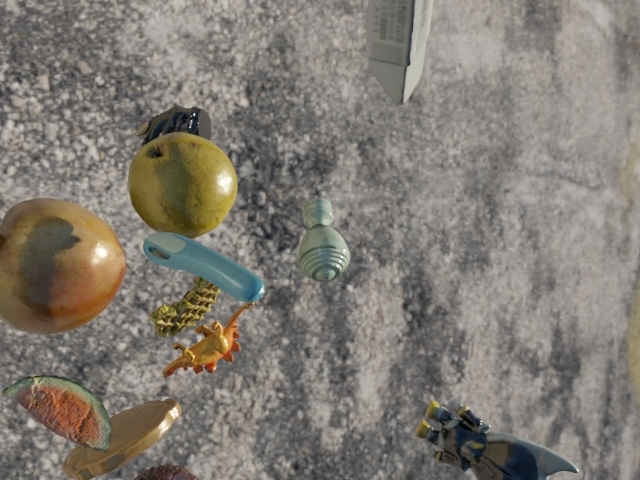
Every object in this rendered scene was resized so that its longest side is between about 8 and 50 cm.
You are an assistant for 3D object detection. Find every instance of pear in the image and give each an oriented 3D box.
[{"bbox_3d":[-0.270,-0.111,1.489,0.209,0.209,0.208,-11,103,-55],"label":"pear"}]

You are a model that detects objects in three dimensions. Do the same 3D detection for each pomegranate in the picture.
[{"bbox_3d":[-0.577,0.047,1.630,0.319,0.319,0.318,-11,103,-55],"label":"pomegranate"}]

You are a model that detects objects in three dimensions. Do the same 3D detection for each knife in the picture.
[{"bbox_3d":[-0.177,0.040,1.159,0.064,0.222,0.031,-48,149,-34],"label":"knife"}]

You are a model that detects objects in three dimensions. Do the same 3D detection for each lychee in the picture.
[{"bbox_3d":[-0.331,0.563,1.615,0.194,0.195,0.194,-11,103,-55],"label":"lychee"}]

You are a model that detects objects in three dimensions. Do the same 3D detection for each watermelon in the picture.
[{"bbox_3d":[-0.513,0.343,1.549,0.063,0.245,0.119,-63,174,32],"label":"watermelon"}]

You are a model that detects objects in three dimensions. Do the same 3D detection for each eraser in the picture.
[{"bbox_3d":[0.093,-0.317,0.845,0.351,0.061,0.089,90,23,-45],"label":"eraser"}]

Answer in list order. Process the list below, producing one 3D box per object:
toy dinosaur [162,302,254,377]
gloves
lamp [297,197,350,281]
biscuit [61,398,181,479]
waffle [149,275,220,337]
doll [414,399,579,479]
[{"bbox_3d":[-0.258,0.259,1.897,0.288,0.070,0.117,-35,118,-7],"label":"toy dinosaur"},{"bbox_3d":[-0.357,-0.269,1.824,0.129,0.181,0.106,-71,160,-59],"label":"gloves"},{"bbox_3d":[0.000,0.000,1.564,0.106,0.106,0.192,51,22,-46],"label":"lamp"},{"bbox_3d":[-0.540,0.524,2.055,0.312,0.351,0.057,-34,101,-35],"label":"biscuit"},{"bbox_3d":[-0.324,0.153,1.867,0.194,0.051,0.149,-33,148,-22],"label":"waffle"},{"bbox_3d":[0.333,0.428,1.493,0.145,0.316,0.103,-57,162,-13],"label":"doll"}]
